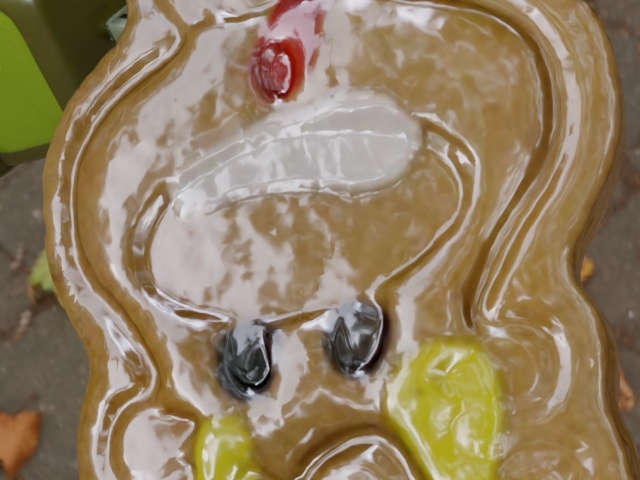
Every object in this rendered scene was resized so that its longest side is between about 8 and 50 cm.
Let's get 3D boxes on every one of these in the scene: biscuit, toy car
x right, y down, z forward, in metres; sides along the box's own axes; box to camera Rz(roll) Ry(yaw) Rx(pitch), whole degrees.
[{"bbox_3d":[-0.001,-0.001,0.438,0.186,0.044,0.295,-14,73,19],"label":"biscuit"},{"bbox_3d":[-0.141,-0.137,0.830,0.198,0.204,0.248,16,50,41],"label":"toy car"}]
